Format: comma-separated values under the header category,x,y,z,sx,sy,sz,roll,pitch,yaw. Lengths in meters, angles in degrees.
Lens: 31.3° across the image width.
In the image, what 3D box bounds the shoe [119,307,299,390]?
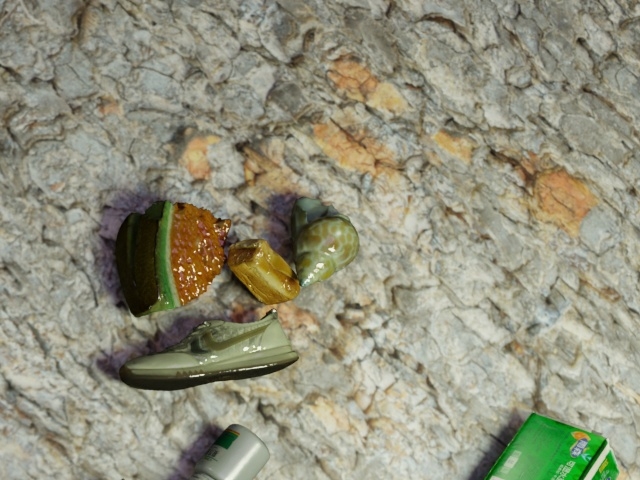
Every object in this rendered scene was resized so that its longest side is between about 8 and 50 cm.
category,x,y,z,sx,sy,sz,roll,pitch,yaw
shoe,-0.170,0.167,1.721,0.275,0.103,0.098,-6,71,-28

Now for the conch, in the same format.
category,x,y,z,sx,sy,sz,roll,pitch,yaw
conch,0.004,-0.001,1.836,0.116,0.106,0.173,24,23,-40

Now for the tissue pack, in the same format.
category,x,y,z,sx,sy,sz,roll,pitch,yaw
tissue pack,0.358,0.409,1.798,0.209,0.148,0.156,-48,130,-29

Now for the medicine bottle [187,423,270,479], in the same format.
category,x,y,z,sx,sy,sz,roll,pitch,yaw
medicine bottle,-0.142,0.340,1.672,0.080,0.080,0.130,43,62,0

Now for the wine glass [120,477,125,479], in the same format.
category,x,y,z,sx,sy,sz,roll,pitch,yaw
wine glass,-0.242,0.432,1.603,0.195,0.079,0.079,47,62,3

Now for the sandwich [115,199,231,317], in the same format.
category,x,y,z,sx,sy,sz,roll,pitch,yaw
sandwich,-0.224,0.037,1.755,0.160,0.109,0.184,13,63,-37

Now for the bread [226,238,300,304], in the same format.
category,x,y,z,sx,sy,sz,roll,pitch,yaw
bread,-0.088,0.049,1.779,0.132,0.074,0.053,46,43,-39
